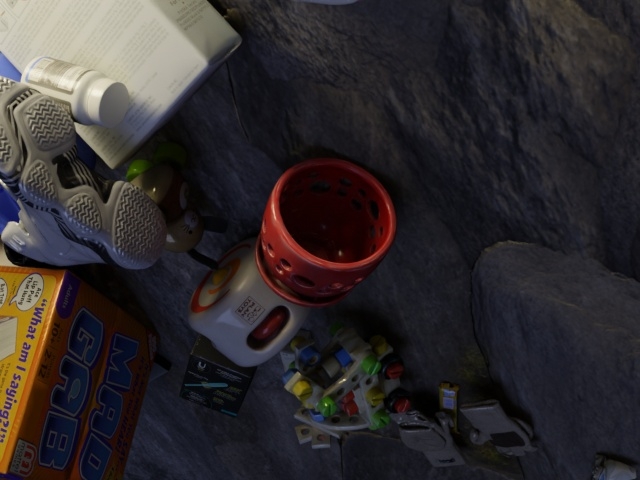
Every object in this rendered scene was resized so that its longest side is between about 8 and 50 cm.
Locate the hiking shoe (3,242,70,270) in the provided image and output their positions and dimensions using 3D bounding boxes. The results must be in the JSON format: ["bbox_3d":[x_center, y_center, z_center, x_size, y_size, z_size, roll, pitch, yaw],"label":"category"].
[{"bbox_3d":[-0.520,0.013,1.953,0.086,0.114,0.226,6,139,20],"label":"hiking shoe"}]

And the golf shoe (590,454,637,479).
[{"bbox_3d":[0.533,0.465,2.015,0.086,0.069,0.176,8,140,8],"label":"golf shoe"}]

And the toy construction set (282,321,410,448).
[{"bbox_3d":[0.039,0.268,1.914,0.151,0.215,0.327,49,161,27],"label":"toy construction set"}]

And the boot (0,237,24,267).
[{"bbox_3d":[-0.613,0.041,2.066,0.190,0.069,0.086,17,149,31],"label":"boot"}]

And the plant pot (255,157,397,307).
[{"bbox_3d":[0.000,0.000,1.634,0.191,0.191,0.174,24,145,-2],"label":"plant pot"}]

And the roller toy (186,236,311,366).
[{"bbox_3d":[-0.117,0.095,1.796,0.146,0.191,0.209,42,137,-21],"label":"roller toy"}]

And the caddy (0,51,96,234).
[{"bbox_3d":[-0.509,-0.142,1.721,0.241,0.179,0.341,3,137,24],"label":"caddy"}]

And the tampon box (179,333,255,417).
[{"bbox_3d":[-0.184,0.237,2.061,0.121,0.101,0.161,22,140,0],"label":"tampon box"}]

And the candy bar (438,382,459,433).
[{"bbox_3d":[0.236,0.313,2.016,0.040,0.018,0.161,7,138,13],"label":"candy bar"}]

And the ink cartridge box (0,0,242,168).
[{"bbox_3d":[-0.333,-0.323,1.532,0.385,0.091,0.308,48,137,-6],"label":"ink cartridge box"}]

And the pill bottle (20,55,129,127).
[{"bbox_3d":[-0.338,-0.203,1.511,0.137,0.078,0.078,19,143,24],"label":"pill bottle"}]

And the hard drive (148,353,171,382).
[{"bbox_3d":[-0.375,0.254,2.235,0.094,0.022,0.135,38,138,-18],"label":"hard drive"}]

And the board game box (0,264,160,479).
[{"bbox_3d":[-0.567,0.270,2.004,0.356,0.356,0.356,3,157,22],"label":"board game box"}]

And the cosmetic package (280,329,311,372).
[{"bbox_3d":[-0.039,0.220,2.007,0.041,0.060,0.115,10,138,18],"label":"cosmetic package"}]

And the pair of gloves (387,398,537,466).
[{"bbox_3d":[0.264,0.347,2.002,0.240,0.042,0.204,-16,138,33],"label":"pair of gloves"}]

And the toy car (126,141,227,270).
[{"bbox_3d":[-0.224,-0.033,1.743,0.188,0.155,0.149,35,141,-30],"label":"toy car"}]

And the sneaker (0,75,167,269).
[{"bbox_3d":[-0.402,-0.076,1.536,0.210,0.137,0.366,-9,138,42],"label":"sneaker"}]

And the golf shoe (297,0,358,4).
[{"bbox_3d":[-0.091,-0.338,1.330,0.306,0.140,0.115,19,139,2],"label":"golf shoe"}]
